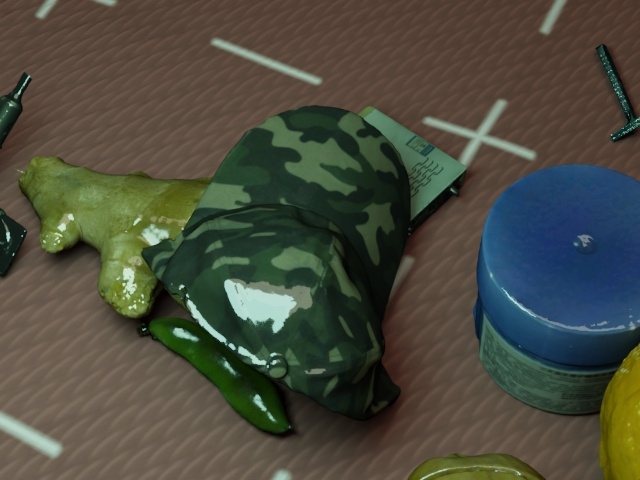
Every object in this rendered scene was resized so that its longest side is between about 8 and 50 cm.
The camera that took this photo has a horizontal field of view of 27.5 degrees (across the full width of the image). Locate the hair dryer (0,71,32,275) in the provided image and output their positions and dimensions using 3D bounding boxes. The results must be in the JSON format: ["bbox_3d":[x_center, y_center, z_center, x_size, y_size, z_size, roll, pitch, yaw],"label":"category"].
[{"bbox_3d":[-0.437,-0.105,1.759,0.195,0.078,0.248,32,95,19],"label":"hair dryer"}]

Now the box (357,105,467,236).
[{"bbox_3d":[0.055,-0.060,1.831,0.210,0.045,0.270,34,58,21],"label":"box"}]

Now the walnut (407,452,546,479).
[{"bbox_3d":[0.174,0.345,1.442,0.203,0.203,0.298,-8,37,-9],"label":"walnut"}]

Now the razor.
[{"bbox_3d":[0.451,-0.228,1.991,0.066,0.033,0.190,-33,45,25],"label":"razor"}]

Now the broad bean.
[{"bbox_3d":[-0.125,0.161,1.655,0.254,0.046,0.065,35,70,23],"label":"broad bean"}]

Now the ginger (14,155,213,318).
[{"bbox_3d":[-0.245,0.008,1.739,0.375,0.166,0.236,2,67,20],"label":"ginger"}]

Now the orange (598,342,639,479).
[{"bbox_3d":[0.458,0.241,1.446,0.293,0.340,0.341,-20,52,14],"label":"orange"}]

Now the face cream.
[{"bbox_3d":[0.315,0.066,1.637,0.248,0.225,0.249,0,55,0],"label":"face cream"}]

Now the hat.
[{"bbox_3d":[0.000,0.000,1.604,0.366,0.257,0.382,29,78,-15],"label":"hat"}]
